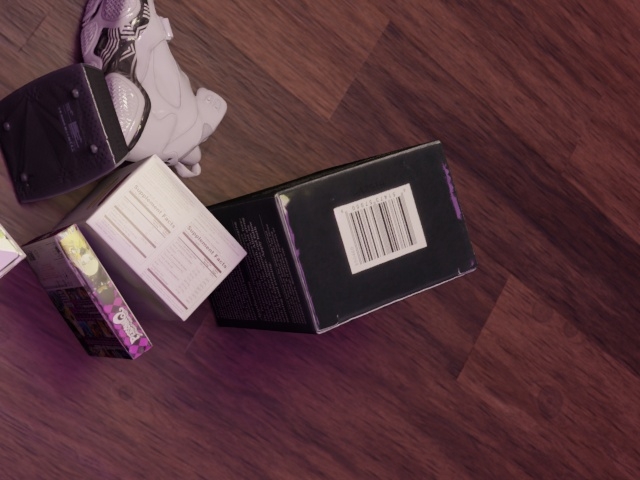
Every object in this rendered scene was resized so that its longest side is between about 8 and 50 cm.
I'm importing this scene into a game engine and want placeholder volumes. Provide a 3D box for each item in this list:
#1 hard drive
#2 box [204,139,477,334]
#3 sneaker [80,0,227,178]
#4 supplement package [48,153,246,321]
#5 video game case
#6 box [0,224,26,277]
[{"bbox_3d":[-0.390,-0.158,1.471,0.054,0.254,0.172,-23,97,-48],"label":"hard drive"},{"bbox_3d":[0.000,0.000,1.570,0.293,0.395,0.212,-20,96,-26],"label":"box"},{"bbox_3d":[-0.272,-0.274,1.601,0.210,0.137,0.366,21,59,-43],"label":"sneaker"},{"bbox_3d":[-0.271,0.003,1.505,0.204,0.262,0.145,48,67,-16],"label":"supplement package"},{"bbox_3d":[-0.357,0.081,1.474,0.042,0.232,0.210,-35,102,-27],"label":"video game case"},{"bbox_3d":[-0.519,-0.007,1.363,0.087,0.290,0.169,-42,104,-23],"label":"box"}]
